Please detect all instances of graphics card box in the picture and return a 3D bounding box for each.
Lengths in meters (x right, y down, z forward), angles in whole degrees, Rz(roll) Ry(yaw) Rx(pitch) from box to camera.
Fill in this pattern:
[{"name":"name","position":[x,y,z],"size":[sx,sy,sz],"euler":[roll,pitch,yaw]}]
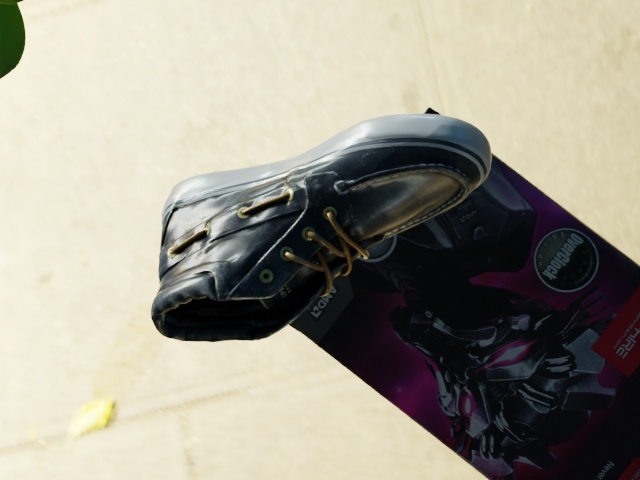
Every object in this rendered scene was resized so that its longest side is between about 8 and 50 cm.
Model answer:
[{"name":"graphics card box","position":[0.171,0.083,1.470],"size":[0.371,0.094,0.233],"euler":[39,91,7]}]

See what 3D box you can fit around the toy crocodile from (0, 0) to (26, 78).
[{"name":"toy crocodile","position":[-0.299,-0.280,1.297],"size":[0.115,0.340,0.105],"euler":[26,48,37]}]

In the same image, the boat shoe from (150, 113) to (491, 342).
[{"name":"boat shoe","position":[0.000,0.000,0.828],"size":[0.183,0.065,0.083],"euler":[-15,49,25]}]
